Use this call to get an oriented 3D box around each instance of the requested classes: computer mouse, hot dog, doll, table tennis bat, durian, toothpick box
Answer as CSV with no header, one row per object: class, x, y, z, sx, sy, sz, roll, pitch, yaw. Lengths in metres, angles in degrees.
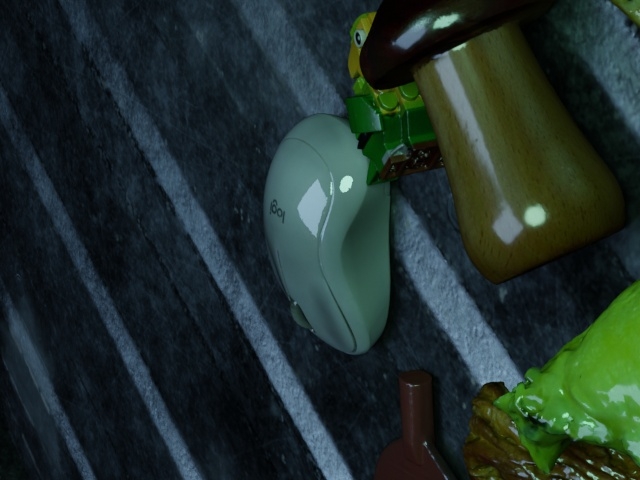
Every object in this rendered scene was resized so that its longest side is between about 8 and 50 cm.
computer mouse,0.000,0.000,1.718,0.184,0.121,0.297,38,131,44
hot dog,0.247,0.220,1.294,0.259,0.114,0.175,18,154,20
doll,0.077,-0.152,1.540,0.134,0.106,0.186,-173,71,-70
table tennis bat,0.120,0.303,1.722,0.200,0.038,0.310,20,120,54
durian,0.334,0.108,1.105,0.340,0.204,0.256,-45,57,11
toothpick box,0.159,-0.117,1.350,0.192,0.192,0.294,-31,81,58

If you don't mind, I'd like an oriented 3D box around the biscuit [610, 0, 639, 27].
biscuit,0.301,-0.276,1.213,0.139,0.016,0.231,53,143,32
